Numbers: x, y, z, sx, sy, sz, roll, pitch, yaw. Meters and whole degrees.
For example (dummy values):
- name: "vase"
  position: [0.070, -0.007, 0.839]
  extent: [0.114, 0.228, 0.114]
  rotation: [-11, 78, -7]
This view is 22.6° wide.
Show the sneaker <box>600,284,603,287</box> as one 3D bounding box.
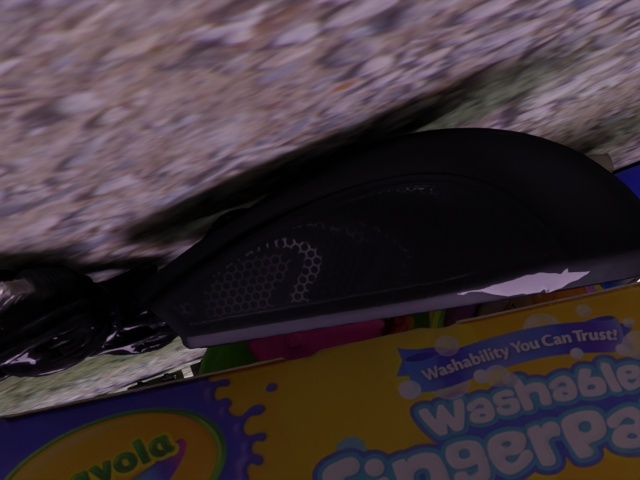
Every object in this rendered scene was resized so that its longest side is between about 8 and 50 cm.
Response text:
- name: "sneaker"
  position: [0.178, 0.046, 1.371]
  extent: [0.098, 0.083, 0.223]
  rotation: [-15, 173, -4]

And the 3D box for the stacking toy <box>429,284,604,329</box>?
- name: "stacking toy"
  position: [0.136, 0.065, 1.050]
  extent: [0.166, 0.175, 0.302]
  rotation: [-22, 171, -2]

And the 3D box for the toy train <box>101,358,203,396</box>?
- name: "toy train"
  position: [-0.125, 0.120, 1.268]
  extent: [0.158, 0.027, 0.036]
  rotation: [-20, 176, -3]

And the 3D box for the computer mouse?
- name: "computer mouse"
  position: [0.000, 0.000, 0.646]
  extent: [0.272, 0.072, 0.188]
  rotation: [-10, 177, 13]

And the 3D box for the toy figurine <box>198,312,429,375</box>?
- name: "toy figurine"
  position: [0.012, 0.056, 0.955]
  extent: [0.173, 0.130, 0.159]
  rotation: [-41, 170, -20]

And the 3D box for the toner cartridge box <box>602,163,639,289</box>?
- name: "toner cartridge box"
  position: [0.365, -0.059, 1.141]
  extent: [0.348, 0.075, 0.165]
  rotation: [-20, 171, -1]

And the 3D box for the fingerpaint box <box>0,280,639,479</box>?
- name: "fingerpaint box"
  position: [0.043, 0.208, 0.937]
  extent: [0.445, 0.163, 0.371]
  rotation: [-11, 148, -8]

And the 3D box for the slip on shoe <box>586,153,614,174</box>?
- name: "slip on shoe"
  position: [0.114, -0.011, 0.933]
  extent: [0.135, 0.041, 0.051]
  rotation: [-24, 172, 25]
